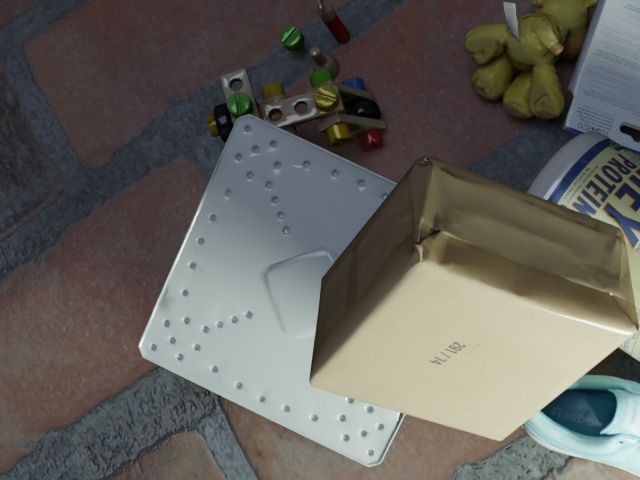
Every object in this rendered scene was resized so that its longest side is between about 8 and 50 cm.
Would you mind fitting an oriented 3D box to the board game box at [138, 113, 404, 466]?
[{"bbox_3d":[-0.012,0.071,1.875,0.390,0.050,0.390,25,103,3],"label":"board game box"}]

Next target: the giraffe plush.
[{"bbox_3d":[0.331,-0.304,1.947,0.181,0.210,0.170,33,57,26],"label":"giraffe plush"}]

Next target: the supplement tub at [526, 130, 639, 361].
[{"bbox_3d":[0.435,0.027,1.773,0.325,0.235,0.235,34,87,22],"label":"supplement tub"}]

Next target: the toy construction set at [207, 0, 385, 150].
[{"bbox_3d":[-0.039,-0.222,1.979,0.257,0.237,0.309,7,77,18],"label":"toy construction set"}]

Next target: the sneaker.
[{"bbox_3d":[0.437,0.256,1.756,0.366,0.150,0.135,4,78,18],"label":"sneaker"}]

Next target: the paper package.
[{"bbox_3d":[0.182,0.084,1.647,0.309,0.325,0.168,19,51,-16],"label":"paper package"}]

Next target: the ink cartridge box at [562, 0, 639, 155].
[{"bbox_3d":[0.474,-0.229,1.877,0.223,0.045,0.224,19,91,-7],"label":"ink cartridge box"}]
